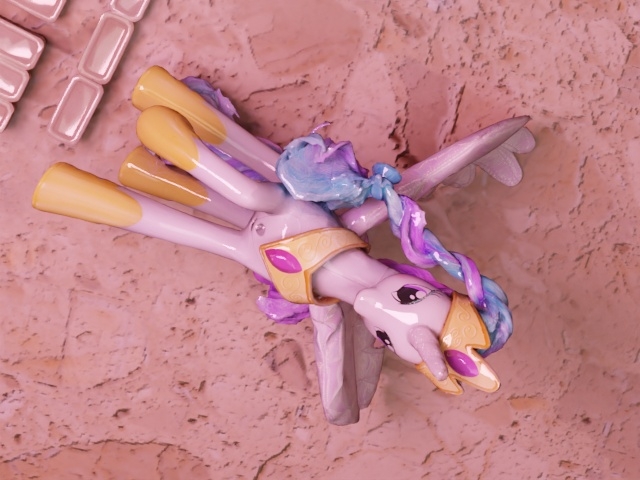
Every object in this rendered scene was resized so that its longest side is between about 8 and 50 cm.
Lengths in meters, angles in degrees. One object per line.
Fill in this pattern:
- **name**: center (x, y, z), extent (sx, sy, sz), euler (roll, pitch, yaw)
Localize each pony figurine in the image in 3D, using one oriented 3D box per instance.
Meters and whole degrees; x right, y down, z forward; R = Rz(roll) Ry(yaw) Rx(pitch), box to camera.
- **pony figurine**: center (0.000, 0.000, 1.411), extent (0.363, 0.351, 0.303), euler (28, 103, 8)

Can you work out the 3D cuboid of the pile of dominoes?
- **pile of dominoes**: center (-0.242, -0.215, 1.469), extent (0.196, 0.040, 0.251), euler (26, 98, -10)
